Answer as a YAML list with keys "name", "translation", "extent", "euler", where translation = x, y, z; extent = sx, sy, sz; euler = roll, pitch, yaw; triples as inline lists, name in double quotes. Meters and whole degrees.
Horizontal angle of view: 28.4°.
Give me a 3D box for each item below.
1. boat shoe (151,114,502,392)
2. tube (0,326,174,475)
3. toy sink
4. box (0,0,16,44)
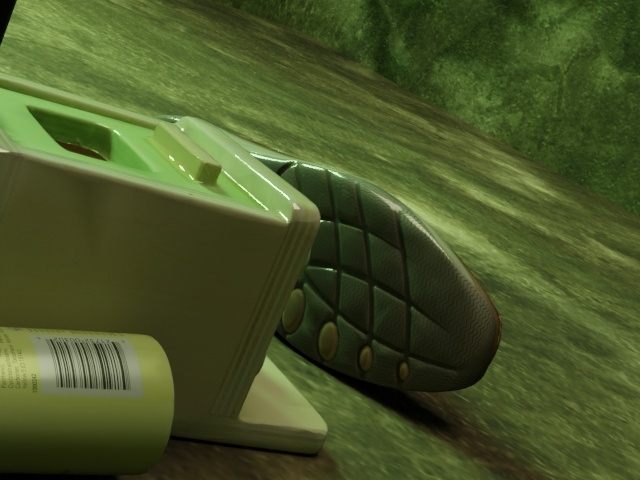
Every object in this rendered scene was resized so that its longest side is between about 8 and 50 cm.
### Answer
- name: "boat shoe"
  translation: [0.000, 0.000, 0.879]
  extent: [0.324, 0.123, 0.116]
  euler: [33, 14, 33]
- name: "tube"
  translation: [-0.175, 0.058, 0.482]
  extent: [0.240, 0.062, 0.070]
  euler: [8, -25, -35]
- name: "toy sink"
  translation: [-0.097, 0.005, 0.648]
  extent: [0.234, 0.131, 0.153]
  euler: [15, 15, -34]
- name: "box"
  translation: [-0.260, -0.106, 0.450]
  extent: [0.295, 0.293, 0.073]
  euler: [12, 16, -38]
